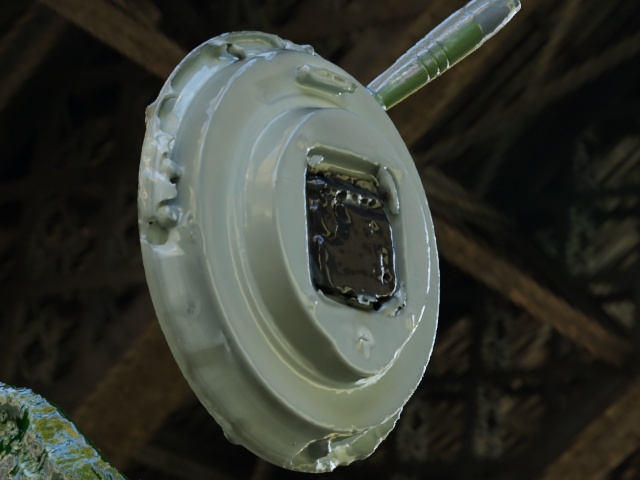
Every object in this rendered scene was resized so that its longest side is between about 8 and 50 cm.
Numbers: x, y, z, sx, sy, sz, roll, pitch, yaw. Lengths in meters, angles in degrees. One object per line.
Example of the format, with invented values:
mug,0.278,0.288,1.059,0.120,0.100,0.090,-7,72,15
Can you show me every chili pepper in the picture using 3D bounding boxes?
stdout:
chili pepper,-0.139,0.127,0.930,0.061,0.224,0.098,-11,-75,-22

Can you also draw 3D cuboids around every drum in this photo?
drum,0.041,-0.106,1.297,0.253,0.049,0.130,-40,-7,-4

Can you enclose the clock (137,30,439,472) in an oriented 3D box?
clock,0.000,0.000,0.965,0.053,0.236,0.236,-15,-28,34
